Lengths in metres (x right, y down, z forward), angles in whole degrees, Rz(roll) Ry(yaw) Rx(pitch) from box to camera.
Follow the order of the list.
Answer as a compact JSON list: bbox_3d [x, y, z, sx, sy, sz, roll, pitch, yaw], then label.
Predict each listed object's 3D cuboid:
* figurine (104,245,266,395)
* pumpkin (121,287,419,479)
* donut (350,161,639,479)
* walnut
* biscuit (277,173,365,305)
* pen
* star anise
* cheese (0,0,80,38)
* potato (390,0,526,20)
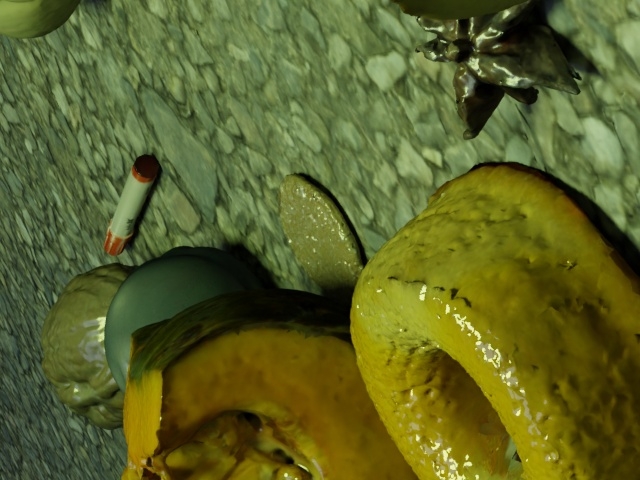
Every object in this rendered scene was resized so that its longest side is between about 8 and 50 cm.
[{"bbox_3d":[-0.099,0.137,1.633,0.265,0.175,0.197,62,180,-7],"label":"figurine"},{"bbox_3d":[-0.030,0.187,1.425,0.225,0.256,0.303,-171,76,-67],"label":"pumpkin"},{"bbox_3d":[0.125,0.099,1.167,0.303,0.110,0.303,48,156,30],"label":"donut"},{"bbox_3d":[-0.193,0.105,1.812,0.178,0.178,0.230,60,154,3],"label":"walnut"},{"bbox_3d":[0.000,0.000,1.447,0.120,0.015,0.120,46,154,31],"label":"biscuit"},{"bbox_3d":[-0.197,-0.033,1.827,0.028,0.028,0.239,58,158,10],"label":"pen"},{"bbox_3d":[0.087,-0.128,1.039,0.124,0.056,0.129,-21,100,57],"label":"star anise"},{"bbox_3d":[-0.236,-0.297,1.455,0.328,0.129,0.351,34,145,50],"label":"cheese"},{"bbox_3d":[0.071,-0.226,0.839,0.203,0.178,0.158,63,-178,-57],"label":"potato"}]
